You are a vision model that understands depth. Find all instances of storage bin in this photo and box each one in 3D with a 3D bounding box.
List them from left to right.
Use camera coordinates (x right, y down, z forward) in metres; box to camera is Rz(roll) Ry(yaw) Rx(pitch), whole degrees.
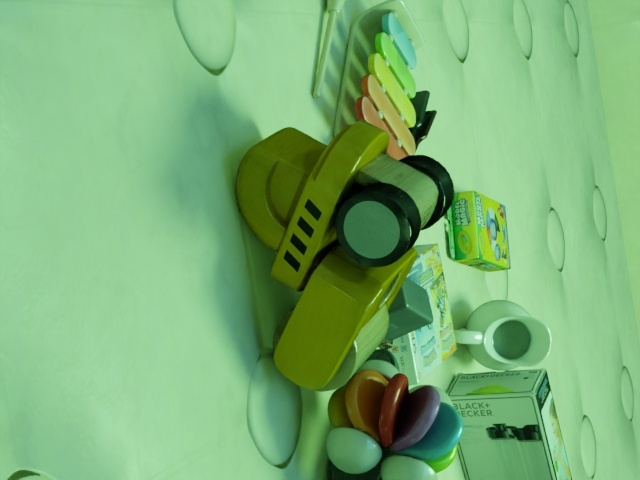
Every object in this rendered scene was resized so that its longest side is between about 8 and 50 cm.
[{"bbox_3d":[0.103,0.103,1.825,0.135,0.091,0.098,31,43,-57],"label":"storage bin"}]

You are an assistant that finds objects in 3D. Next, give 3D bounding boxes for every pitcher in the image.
[{"bbox_3d":[0.296,0.166,2.196,0.207,0.177,0.126,-170,-93,-88],"label":"pitcher"}]

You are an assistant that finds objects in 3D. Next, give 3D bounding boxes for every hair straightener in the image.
[{"bbox_3d":[0.137,-0.187,2.068,0.230,0.047,0.089,-59,135,-47],"label":"hair straightener"}]

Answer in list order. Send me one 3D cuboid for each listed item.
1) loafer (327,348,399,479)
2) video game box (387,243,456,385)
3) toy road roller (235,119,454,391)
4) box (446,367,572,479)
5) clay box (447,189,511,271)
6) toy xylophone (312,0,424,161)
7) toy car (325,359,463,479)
[{"bbox_3d":[0.076,0.277,1.744,0.084,0.096,0.268,67,27,-42],"label":"loafer"},{"bbox_3d":[0.154,0.115,2.005,0.205,0.048,0.187,-27,110,-63],"label":"video game box"},{"bbox_3d":[0.000,0.000,1.593,0.202,0.240,0.330,-38,155,-62],"label":"toy road roller"},{"bbox_3d":[0.332,0.370,2.172,0.087,0.169,0.290,-46,126,-56],"label":"box"},{"bbox_3d":[0.293,-0.017,2.328,0.222,0.053,0.128,16,69,-64],"label":"clay box"},{"bbox_3d":[0.079,-0.233,1.902,0.236,0.081,0.323,43,46,-53],"label":"toy xylophone"},{"bbox_3d":[0.104,0.231,1.620,0.182,0.136,0.159,27,52,-5],"label":"toy car"}]
